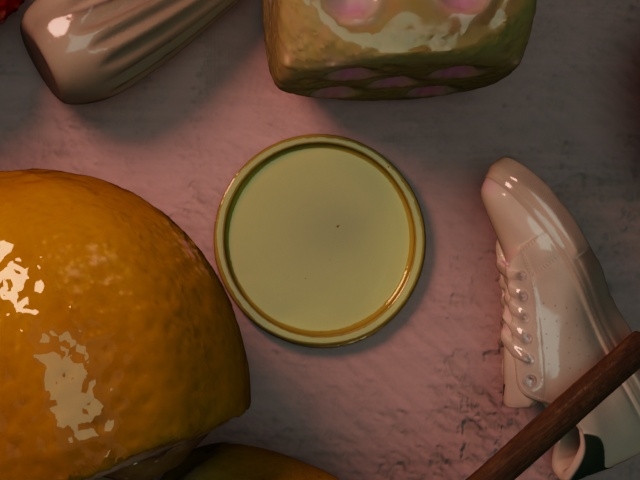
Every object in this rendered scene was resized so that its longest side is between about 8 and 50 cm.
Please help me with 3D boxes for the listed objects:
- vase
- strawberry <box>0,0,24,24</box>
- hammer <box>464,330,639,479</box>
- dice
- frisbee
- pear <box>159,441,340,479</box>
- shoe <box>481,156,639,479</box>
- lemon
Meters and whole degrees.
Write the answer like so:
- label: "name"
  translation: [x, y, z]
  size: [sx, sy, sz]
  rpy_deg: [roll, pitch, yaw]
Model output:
- label: "vase"
  translation: [-0.185, -0.241, 1.355]
  size: [0.248, 0.128, 0.128]
  rpy_deg: [-31, 92, -15]
- label: "strawberry"
  translation: [-0.436, -0.286, 1.269]
  size: [0.257, 0.261, 0.261]
  rpy_deg: [-28, 92, 0]
- label: "hammer"
  translation: [0.203, 0.211, 1.282]
  size: [0.365, 0.043, 0.111]
  rpy_deg: [-37, 103, -20]
- label: "dice"
  translation: [0.069, -0.281, 1.318]
  size: [0.249, 0.254, 0.252]
  rpy_deg: [-2, 87, -8]
- label: "frisbee"
  translation: [0.000, 0.000, 1.421]
  size: [0.236, 0.017, 0.236]
  rpy_deg: [0, 88, -7]
- label: "pear"
  translation: [-0.046, 0.357, 1.265]
  size: [0.336, 0.285, 0.285]
  rpy_deg: [24, 85, 11]
- label: "shoe"
  translation: [0.236, 0.095, 1.394]
  size: [0.160, 0.132, 0.363]
  rpy_deg: [-32, 100, -8]
- label: "lemon"
  translation: [-0.258, 0.087, 1.229]
  size: [0.364, 0.364, 0.364]
  rpy_deg: [0, 88, -7]
